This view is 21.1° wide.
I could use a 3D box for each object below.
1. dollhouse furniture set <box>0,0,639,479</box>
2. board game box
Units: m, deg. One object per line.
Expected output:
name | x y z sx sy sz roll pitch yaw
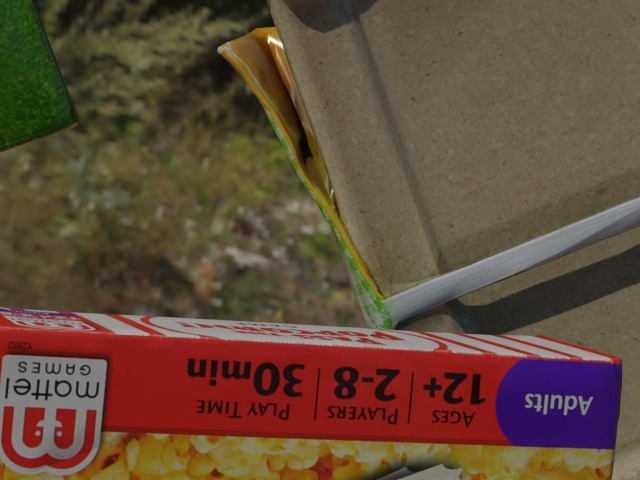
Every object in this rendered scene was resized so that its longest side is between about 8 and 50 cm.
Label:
dollhouse furniture set | 0.000 0.000 0.500 0.301 0.198 0.151 -20 7 -10
board game box | -0.015 0.115 0.384 0.146 0.193 0.045 4 3 -21
